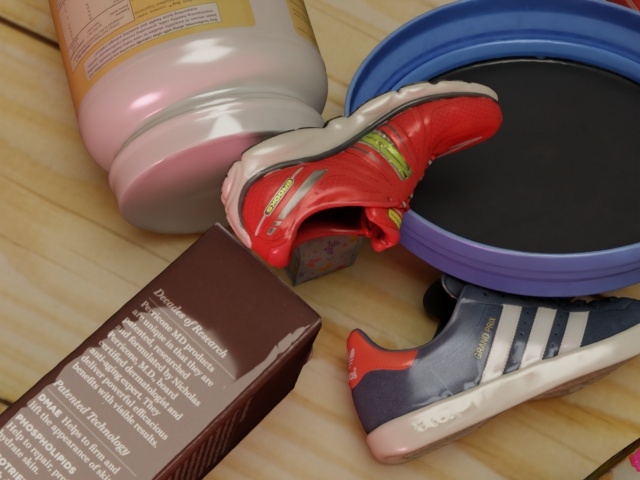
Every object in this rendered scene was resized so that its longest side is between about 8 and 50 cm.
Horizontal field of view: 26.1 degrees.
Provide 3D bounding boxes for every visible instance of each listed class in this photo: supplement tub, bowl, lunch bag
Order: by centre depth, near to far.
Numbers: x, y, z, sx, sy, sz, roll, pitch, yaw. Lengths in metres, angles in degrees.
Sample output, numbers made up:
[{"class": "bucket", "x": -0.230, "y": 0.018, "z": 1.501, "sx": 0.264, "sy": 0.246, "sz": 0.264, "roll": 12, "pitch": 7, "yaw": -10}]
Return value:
[{"class": "supplement tub", "x": -0.131, "y": -0.198, "z": 1.329, "sx": 0.241, "sy": 0.241, "sz": 0.331, "roll": -11, "pitch": 68, "yaw": -14}, {"class": "lunch bag", "x": 0.000, "y": 0.000, "z": 1.348, "sx": 0.071, "sy": 0.083, "sz": 0.053, "roll": -21, "pitch": 71, "yaw": -17}, {"class": "bowl", "x": 0.219, "y": -0.100, "z": 1.365, "sx": 0.391, "sy": 0.077, "sz": 0.391, "roll": -1, "pitch": 46, "yaw": 1}]

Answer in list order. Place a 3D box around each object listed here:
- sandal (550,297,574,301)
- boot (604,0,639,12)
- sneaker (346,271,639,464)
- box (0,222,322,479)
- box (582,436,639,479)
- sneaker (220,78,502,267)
[{"class": "sandal", "x": 0.295, "y": -0.019, "z": 1.422, "sx": 0.254, "sy": 0.054, "sz": 0.097, "roll": -32, "pitch": 85, "yaw": -10}, {"class": "boot", "x": 0.371, "y": -0.284, "z": 1.486, "sx": 0.088, "sy": 0.176, "sz": 0.244, "roll": -33, "pitch": 77, "yaw": -23}, {"class": "sneaker", "x": 0.186, "y": 0.083, "z": 1.315, "sx": 0.350, "sy": 0.131, "sz": 0.148, "roll": -19, "pitch": 75, "yaw": -17}, {"class": "box", "x": -0.181, "y": 0.178, "z": 1.180, "sx": 0.143, "sy": 0.191, "sz": 0.381, "roll": 44, "pitch": 66, "yaw": 11}, {"class": "box", "x": 0.225, "y": 0.306, "z": 1.135, "sx": 0.279, "sy": 0.290, "sz": 0.177, "roll": -33, "pitch": 76, "yaw": -20}, {"class": "sneaker", "x": 0.050, "y": -0.051, "z": 1.222, "sx": 0.279, "sy": 0.107, "sz": 0.118, "roll": -24, "pitch": 70, "yaw": -19}]
